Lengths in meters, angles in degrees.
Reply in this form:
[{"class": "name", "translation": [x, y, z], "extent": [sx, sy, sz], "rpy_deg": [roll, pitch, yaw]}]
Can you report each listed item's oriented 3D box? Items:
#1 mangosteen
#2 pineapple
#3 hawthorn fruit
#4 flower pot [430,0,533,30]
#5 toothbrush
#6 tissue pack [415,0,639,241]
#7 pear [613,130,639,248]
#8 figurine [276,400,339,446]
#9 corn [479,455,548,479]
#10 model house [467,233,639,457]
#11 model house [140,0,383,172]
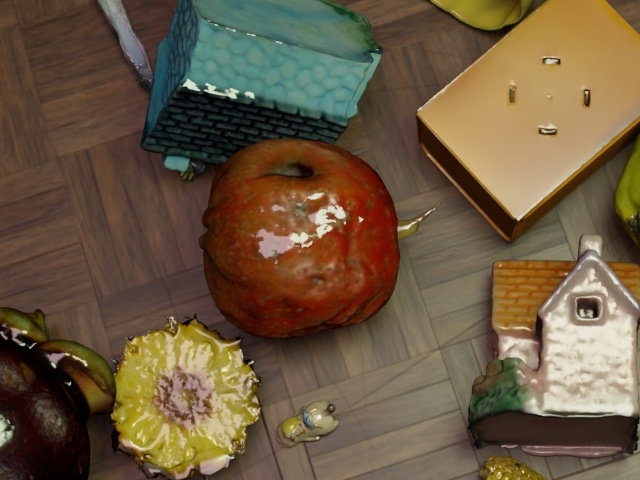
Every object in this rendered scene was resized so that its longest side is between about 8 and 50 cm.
[{"class": "mangosteen", "translation": [-0.404, 0.222, 1.880], "extent": [0.306, 0.307, 0.347], "rpy_deg": [29, 53, 10]}, {"class": "pineapple", "translation": [-0.169, 0.200, 1.965], "extent": [0.224, 0.076, 0.225], "rpy_deg": [-1, 78, 6]}, {"class": "hawthorn fruit", "translation": [-0.024, 0.002, 1.925], "extent": [0.261, 0.258, 0.258], "rpy_deg": [27, 78, -15]}, {"class": "flower pot", "translation": [0.226, -0.400, 2.036], "extent": [0.195, 0.195, 0.179], "rpy_deg": [34, 69, 11]}, {"class": "toothbrush", "translation": [-0.254, -0.260, 2.104], "extent": [0.035, 0.042, 0.413], "rpy_deg": [-16, 71, -38]}, {"class": "tissue pack", "translation": [0.281, -0.162, 1.989], "extent": [0.274, 0.145, 0.194], "rpy_deg": [-39, 79, -7]}, {"class": "pear", "translation": [0.480, -0.082, 1.922], "extent": [0.269, 0.212, 0.212], "rpy_deg": [-37, 77, -15]}, {"class": "figurine", "translation": [-0.019, 0.226, 1.963], "extent": [0.083, 0.050, 0.047], "rpy_deg": [-29, 71, -4]}, {"class": "corn", "translation": [0.300, 0.367, 1.881], "extent": [0.293, 0.106, 0.106], "rpy_deg": [39, 82, 12]}, {"class": "model house", "translation": [0.281, 0.120, 1.879], "extent": [0.202, 0.237, 0.238], "rpy_deg": [1, 72, 11]}, {"class": "model house", "translation": [-0.084, -0.194, 2.014], "extent": [0.261, 0.226, 0.241], "rpy_deg": [12, 115, -21]}]
